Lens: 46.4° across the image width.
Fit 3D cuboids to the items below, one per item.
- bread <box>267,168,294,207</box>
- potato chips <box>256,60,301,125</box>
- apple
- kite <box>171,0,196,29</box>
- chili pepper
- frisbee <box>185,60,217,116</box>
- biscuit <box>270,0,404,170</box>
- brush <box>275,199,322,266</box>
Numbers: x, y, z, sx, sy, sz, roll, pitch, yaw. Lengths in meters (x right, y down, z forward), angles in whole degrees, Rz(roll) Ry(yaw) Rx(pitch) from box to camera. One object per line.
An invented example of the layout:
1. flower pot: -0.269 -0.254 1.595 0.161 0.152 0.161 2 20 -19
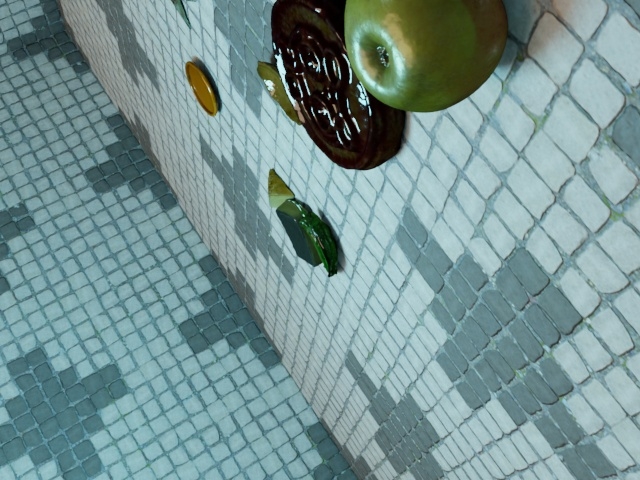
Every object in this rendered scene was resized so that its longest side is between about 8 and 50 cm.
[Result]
1. bread: -0.118 -0.155 2.260 0.084 0.080 0.109 91 178 -55
2. potato chips: -0.088 -0.367 1.811 0.201 0.049 0.150 39 156 45
3. apple: 0.142 -0.302 1.063 0.261 0.194 0.261 50 160 25
4. kite: -0.420 -0.727 2.216 0.250 0.012 0.229 38 155 49
5. chili pepper: 0.000 0.000 2.099 0.122 0.065 0.279 24 144 56
6. frisbee: -0.378 -0.493 2.414 0.192 0.035 0.192 51 161 26
7. biscuit: 0.018 -0.327 1.527 0.407 0.091 0.407 52 161 27
8. brush: -0.055 -0.019 2.214 0.123 0.059 0.197 26 147 52
